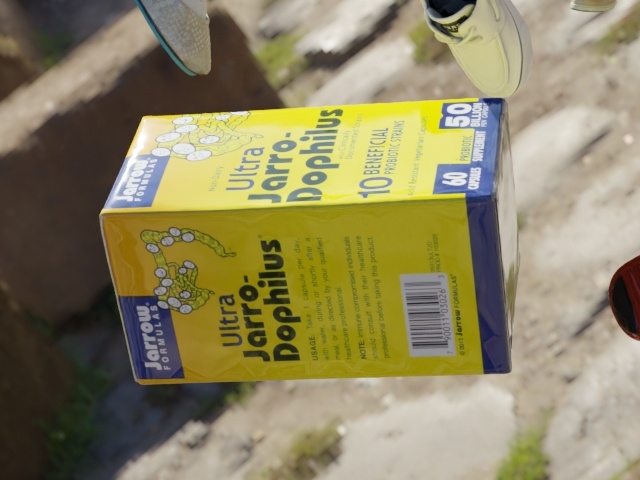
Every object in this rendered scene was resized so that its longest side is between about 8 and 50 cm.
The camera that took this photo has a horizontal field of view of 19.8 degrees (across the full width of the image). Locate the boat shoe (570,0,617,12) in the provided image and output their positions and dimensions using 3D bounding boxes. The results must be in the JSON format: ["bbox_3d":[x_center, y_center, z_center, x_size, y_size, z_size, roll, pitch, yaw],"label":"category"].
[{"bbox_3d":[0.324,-0.296,2.106,0.050,0.045,0.135,12,27,26],"label":"boat shoe"}]

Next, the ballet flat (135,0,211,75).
[{"bbox_3d":[-0.114,-0.193,1.278,0.052,0.168,0.057,-38,-13,17],"label":"ballet flat"}]

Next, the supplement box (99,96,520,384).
[{"bbox_3d":[0.000,0.000,1.716,0.357,0.195,0.194,-3,31,10],"label":"supplement box"}]

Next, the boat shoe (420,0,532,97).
[{"bbox_3d":[0.140,-0.241,1.876,0.095,0.258,0.084,-4,38,36],"label":"boat shoe"}]

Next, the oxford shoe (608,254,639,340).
[{"bbox_3d":[0.365,0.012,1.645,0.098,0.097,0.271,-16,-9,-28],"label":"oxford shoe"}]
